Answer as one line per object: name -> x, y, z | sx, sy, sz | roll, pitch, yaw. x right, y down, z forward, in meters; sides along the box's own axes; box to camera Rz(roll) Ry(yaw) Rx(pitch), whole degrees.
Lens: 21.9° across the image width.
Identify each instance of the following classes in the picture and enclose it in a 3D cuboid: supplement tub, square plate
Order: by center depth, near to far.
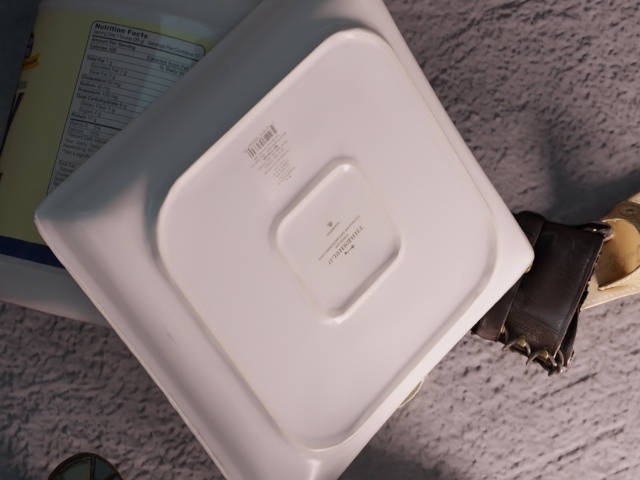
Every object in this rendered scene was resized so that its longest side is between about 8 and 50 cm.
square plate -> 0.000, 0.000, 1.285 | 0.347, 0.049, 0.344 | -46, 118, -24
supplement tub -> -0.137, -0.086, 1.354 | 0.235, 0.235, 0.325 | 14, 85, -6

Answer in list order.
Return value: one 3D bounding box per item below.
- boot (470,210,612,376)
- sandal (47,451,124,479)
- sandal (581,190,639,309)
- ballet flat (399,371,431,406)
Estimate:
boot -> 0.115, 0.059, 1.459 | 0.229, 0.091, 0.263 | 27, 81, 9
sandal -> -0.182, 0.286, 1.450 | 0.090, 0.060, 0.219 | -30, 105, -11
sandal -> 0.277, 0.013, 1.513 | 0.240, 0.079, 0.088 | -26, 90, -8
ballet flat -> 0.054, 0.141, 1.497 | 0.114, 0.041, 0.041 | -34, 91, -8
